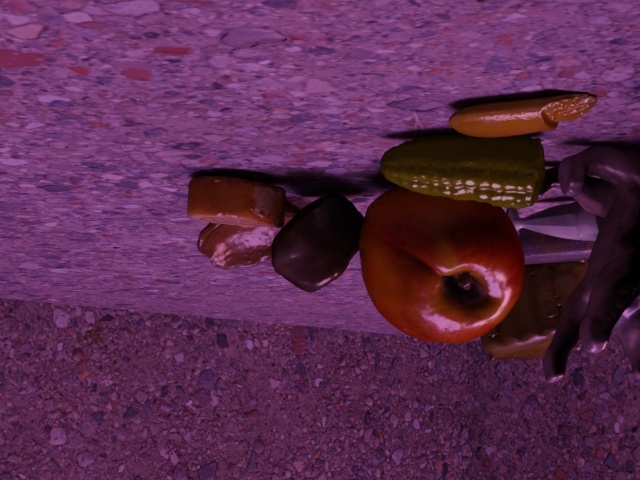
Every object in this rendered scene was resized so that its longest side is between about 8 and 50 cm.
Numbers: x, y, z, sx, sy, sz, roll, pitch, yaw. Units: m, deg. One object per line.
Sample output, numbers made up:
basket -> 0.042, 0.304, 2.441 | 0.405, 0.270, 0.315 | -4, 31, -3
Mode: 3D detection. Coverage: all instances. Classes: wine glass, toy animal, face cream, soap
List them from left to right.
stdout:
soap -> 0.231, -0.143, 1.435 | 0.168, 0.033, 0.089 | -6, 171, 31
wine glass -> 0.380, -0.033, 2.005 | 0.155, 0.073, 0.073 | 0, 171, 28
face cream -> 0.439, 0.000, 2.175 | 0.283, 0.073, 0.073 | -5, 169, 30
toy animal -> 0.448, 0.032, 1.651 | 0.302, 0.344, 0.194 | 2, 158, -11

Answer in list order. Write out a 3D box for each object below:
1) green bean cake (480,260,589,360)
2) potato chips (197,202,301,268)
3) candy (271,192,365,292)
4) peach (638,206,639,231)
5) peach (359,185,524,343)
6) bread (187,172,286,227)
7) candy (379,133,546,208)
green bean cake -> 0.502, 0.128, 2.657 | 0.285, 0.202, 0.310 | -21, 161, 33
potato chips -> -0.106, -0.017, 2.070 | 0.195, 0.062, 0.208 | 7, 152, -22
candy -> 0.000, 0.000, 1.888 | 0.102, 0.104, 0.234 | -38, -176, 23
peach -> 0.567, -0.009, 1.369 | 0.416, 0.339, 0.353 | -5, 143, 22
peach -> 0.172, 0.023, 1.851 | 0.281, 0.238, 0.281 | 38, -171, -7
bread -> -0.126, -0.061, 1.853 | 0.122, 0.073, 0.149 | -1, 173, 39
candy -> 0.179, -0.092, 1.582 | 0.209, 0.097, 0.097 | 4, 171, 10
